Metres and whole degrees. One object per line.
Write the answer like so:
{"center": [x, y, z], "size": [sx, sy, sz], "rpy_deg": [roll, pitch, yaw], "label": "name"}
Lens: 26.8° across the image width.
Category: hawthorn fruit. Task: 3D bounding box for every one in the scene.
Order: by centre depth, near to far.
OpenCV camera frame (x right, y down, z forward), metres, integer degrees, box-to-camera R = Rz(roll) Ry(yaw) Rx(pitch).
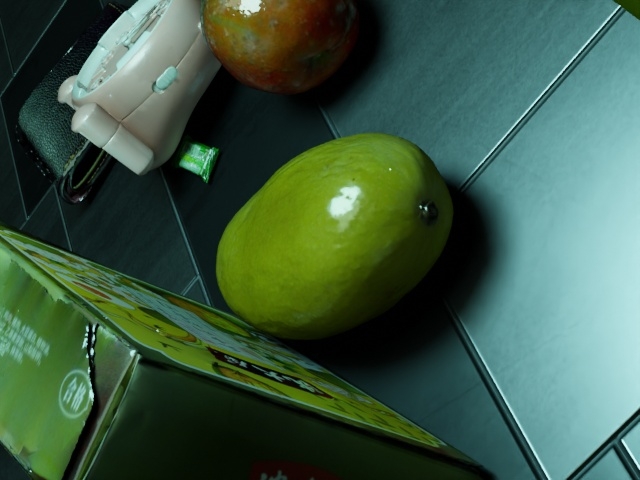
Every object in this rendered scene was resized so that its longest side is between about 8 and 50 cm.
{"center": [-0.039, -0.242, 1.476], "size": [0.173, 0.173, 0.173], "rpy_deg": [-29, 50, 40], "label": "hawthorn fruit"}

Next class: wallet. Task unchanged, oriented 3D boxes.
{"center": [-0.323, -0.203, 1.898], "size": [0.262, 0.071, 0.221], "rpy_deg": [-54, 36, 5], "label": "wallet"}

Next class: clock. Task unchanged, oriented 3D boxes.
{"center": [-0.201, -0.216, 1.695], "size": [0.241, 0.142, 0.227], "rpy_deg": [-52, 24, 3], "label": "clock"}

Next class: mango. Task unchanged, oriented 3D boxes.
{"center": [0.000, 0.006, 1.309], "size": [0.331, 0.142, 0.195], "rpy_deg": [-30, 37, 49], "label": "mango"}

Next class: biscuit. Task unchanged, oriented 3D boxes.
{"center": [-0.153, -0.102, 1.663], "size": [0.089, 0.016, 0.046], "rpy_deg": [26, 93, 55], "label": "biscuit"}

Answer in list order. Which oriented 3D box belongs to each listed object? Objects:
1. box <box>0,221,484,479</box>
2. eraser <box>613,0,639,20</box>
{"center": [-0.124, 0.140, 1.184], "size": [0.420, 0.373, 0.138], "rpy_deg": [26, 91, 54], "label": "box"}
{"center": [0.279, -0.256, 1.133], "size": [0.122, 0.097, 0.045], "rpy_deg": [-52, 39, 22], "label": "eraser"}
